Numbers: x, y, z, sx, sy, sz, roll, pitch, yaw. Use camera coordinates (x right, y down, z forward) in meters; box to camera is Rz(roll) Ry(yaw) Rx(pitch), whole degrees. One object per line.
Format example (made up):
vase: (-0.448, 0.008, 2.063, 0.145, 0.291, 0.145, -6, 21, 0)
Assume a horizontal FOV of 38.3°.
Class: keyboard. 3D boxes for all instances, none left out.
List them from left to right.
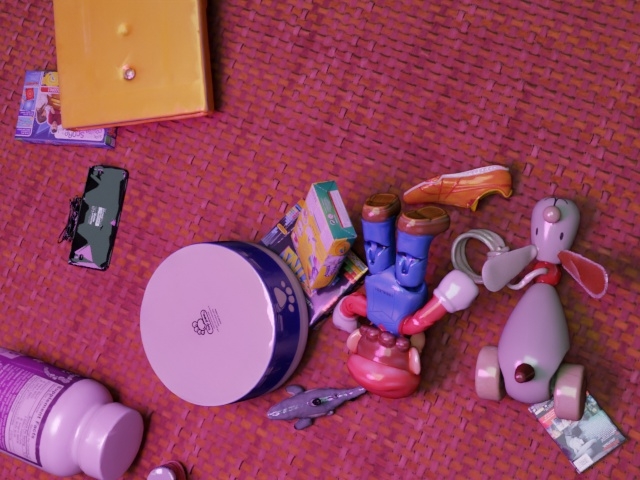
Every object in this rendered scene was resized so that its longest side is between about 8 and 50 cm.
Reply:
keyboard: (-0.414, -0.044, 1.680, 0.100, 0.038, 0.192, 12, 84, -3)

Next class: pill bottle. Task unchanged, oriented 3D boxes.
pill bottle: (-0.459, 0.299, 1.560, 0.302, 0.169, 0.169, 16, 87, 20)

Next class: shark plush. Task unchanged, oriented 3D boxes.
shark plush: (-0.001, 0.264, 1.463, 0.161, 0.067, 0.073, -5, 79, 18)

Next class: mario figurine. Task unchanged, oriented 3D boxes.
mario figurine: (0.122, 0.088, 1.390, 0.170, 0.198, 0.320, -3, 114, -17)

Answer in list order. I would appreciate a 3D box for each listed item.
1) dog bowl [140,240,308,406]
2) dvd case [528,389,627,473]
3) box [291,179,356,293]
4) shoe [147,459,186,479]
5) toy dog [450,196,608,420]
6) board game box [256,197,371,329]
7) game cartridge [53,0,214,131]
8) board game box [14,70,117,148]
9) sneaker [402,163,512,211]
dog bowl: (-0.158, 0.132, 1.490, 0.265, 0.104, 0.264, 0, 90, 28)
dvd case: (0.380, 0.270, 1.363, 0.087, 0.013, 0.119, -40, 70, 9)
box: (0.000, 0.000, 1.415, 0.043, 0.179, 0.105, -9, 64, -22)
shoe: (-0.254, 0.453, 1.513, 0.064, 0.081, 0.178, 3, 89, 8)
toy dog: (0.307, 0.097, 1.329, 0.220, 0.161, 0.333, -14, 74, 15)
board game box: (-0.019, 0.038, 1.517, 0.141, 0.048, 0.170, -46, 70, 6)
game cartridge: (-0.334, -0.368, 1.630, 0.285, 0.053, 0.323, -4, 88, 15)
board game box: (-0.470, -0.245, 1.722, 0.201, 0.035, 0.136, 6, 83, 20)
sneaker: (0.214, -0.075, 1.450, 0.175, 0.064, 0.067, -10, 88, 20)
